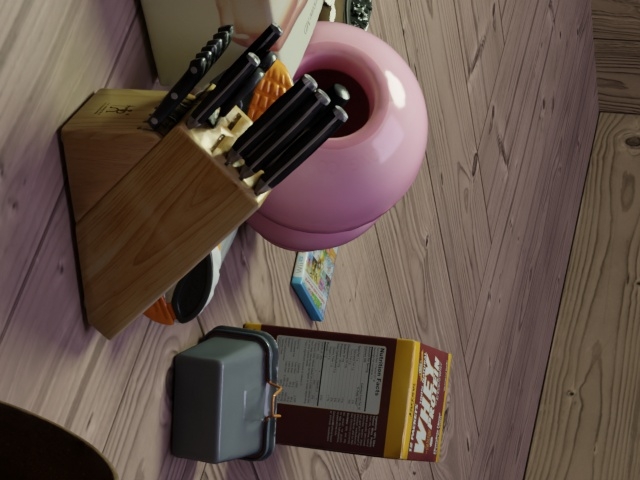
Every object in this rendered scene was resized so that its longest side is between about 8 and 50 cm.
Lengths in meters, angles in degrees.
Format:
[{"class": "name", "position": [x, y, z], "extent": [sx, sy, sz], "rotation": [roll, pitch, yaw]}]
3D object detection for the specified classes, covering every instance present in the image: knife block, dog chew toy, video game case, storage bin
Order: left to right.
[{"class": "knife block", "position": [-0.084, -0.044, 1.556], "extent": [0.088, 0.242, 0.275], "rotation": [-57, 149, -56]}, {"class": "storage bin", "position": [-0.096, 0.162, 1.867], "extent": [0.091, 0.098, 0.135], "rotation": [-15, 110, -62]}, {"class": "dog chew toy", "position": [-0.008, -0.084, 1.885], "extent": [0.332, 0.207, 0.206], "rotation": [110, -9, -72]}, {"class": "video game case", "position": [0.000, 0.000, 2.268], "extent": [0.119, 0.015, 0.166], "rotation": [64, 35, -62]}]

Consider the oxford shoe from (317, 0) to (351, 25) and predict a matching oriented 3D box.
[{"class": "oxford shoe", "position": [-0.012, -0.266, 2.062], "extent": [0.096, 0.083, 0.227], "rotation": [49, 45, -42]}]

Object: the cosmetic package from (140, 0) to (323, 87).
[{"class": "cosmetic package", "position": [-0.090, -0.292, 1.657], "extent": [0.296, 0.129, 0.153], "rotation": [80, 20, -44]}]

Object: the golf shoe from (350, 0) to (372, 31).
[{"class": "golf shoe", "position": [0.007, -0.213, 2.153], "extent": [0.094, 0.077, 0.198], "rotation": [106, 0, -57]}]

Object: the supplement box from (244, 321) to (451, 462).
[{"class": "supplement box", "position": [0.027, 0.172, 2.092], "extent": [0.191, 0.194, 0.129], "rotation": [26, 70, -73]}]

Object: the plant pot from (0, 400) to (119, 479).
[{"class": "plant pot", "position": [-0.259, 0.228, 1.163], "extent": [0.215, 0.215, 0.230], "rotation": [-17, 125, -73]}]

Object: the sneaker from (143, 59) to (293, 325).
[{"class": "sneaker", "position": [-0.100, -0.057, 1.712], "extent": [0.262, 0.099, 0.121], "rotation": [-62, -176, 17]}]
